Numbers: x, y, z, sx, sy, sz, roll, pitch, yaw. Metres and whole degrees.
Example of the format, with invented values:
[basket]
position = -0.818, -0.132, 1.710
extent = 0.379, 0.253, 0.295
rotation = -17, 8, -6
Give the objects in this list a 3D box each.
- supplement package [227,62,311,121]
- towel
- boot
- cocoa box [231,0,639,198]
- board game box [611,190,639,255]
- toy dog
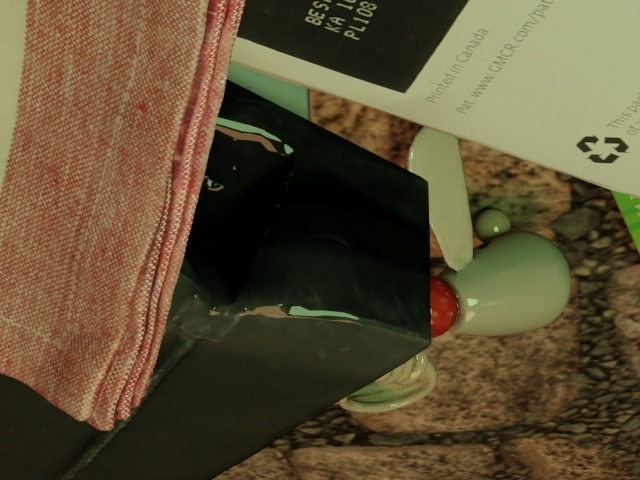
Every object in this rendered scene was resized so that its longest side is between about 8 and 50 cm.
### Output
[supplement package]
position = -0.153, -0.095, 0.656
extent = 0.293, 0.177, 0.175
rotation = -4, 148, 0
[towel]
position = -0.185, -0.086, 0.395
extent = 0.329, 0.037, 0.237
rotation = 19, 123, 4
[boot]
position = -0.210, 0.068, 0.604
extent = 0.367, 0.146, 0.445
rotation = 8, 151, -31
[cocoa box]
position = 0.116, -0.205, 0.403
extent = 0.231, 0.228, 0.347
rotation = 18, 151, -11
[board game box]
position = 0.269, -0.038, 0.912
extent = 0.124, 0.039, 0.259
rotation = -16, 147, 18
[toy dog]
position = 0.000, 0.000, 0.883
extent = 0.220, 0.161, 0.334
rotation = -33, 152, 33
